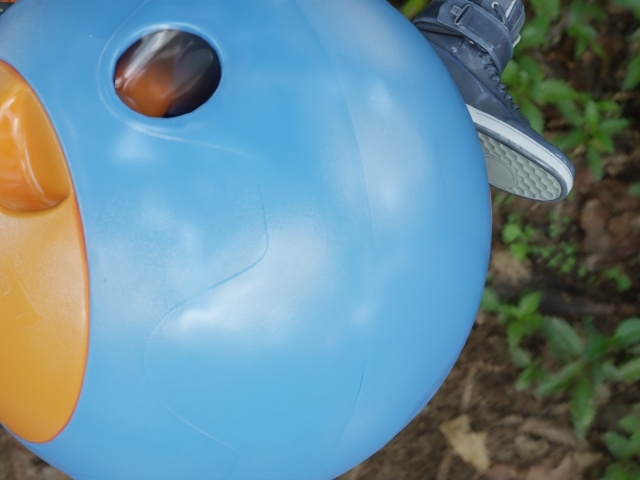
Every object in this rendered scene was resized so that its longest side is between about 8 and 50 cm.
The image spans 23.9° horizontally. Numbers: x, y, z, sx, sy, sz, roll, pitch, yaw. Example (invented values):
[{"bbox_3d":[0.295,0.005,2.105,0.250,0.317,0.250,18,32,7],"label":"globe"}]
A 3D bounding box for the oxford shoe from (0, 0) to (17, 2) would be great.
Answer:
[{"bbox_3d":[-0.218,-0.308,1.525,0.363,0.130,0.133,-32,65,-31],"label":"oxford shoe"}]

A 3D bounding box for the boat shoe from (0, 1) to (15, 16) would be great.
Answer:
[{"bbox_3d":[-0.291,-0.064,1.106,0.186,0.156,0.500,19,36,3],"label":"boat shoe"}]

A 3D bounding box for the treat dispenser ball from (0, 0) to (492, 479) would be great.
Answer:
[{"bbox_3d":[-0.057,-0.009,0.768,0.288,0.288,0.288,12,57,-20],"label":"treat dispenser ball"}]

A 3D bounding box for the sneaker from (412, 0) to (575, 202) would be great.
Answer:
[{"bbox_3d":[0.164,-0.142,1.358,0.226,0.086,0.163,34,67,24],"label":"sneaker"}]
